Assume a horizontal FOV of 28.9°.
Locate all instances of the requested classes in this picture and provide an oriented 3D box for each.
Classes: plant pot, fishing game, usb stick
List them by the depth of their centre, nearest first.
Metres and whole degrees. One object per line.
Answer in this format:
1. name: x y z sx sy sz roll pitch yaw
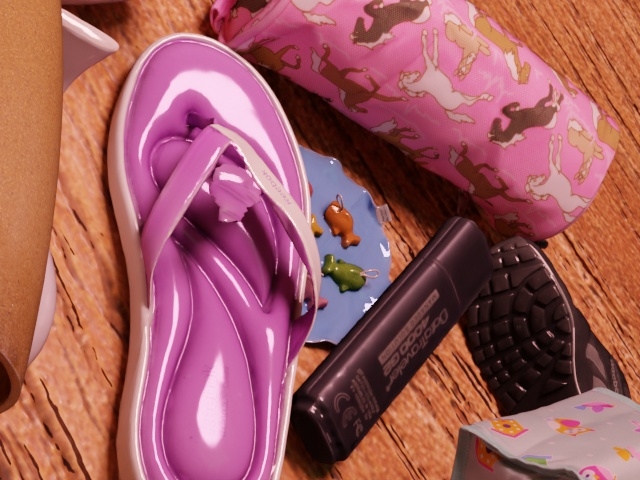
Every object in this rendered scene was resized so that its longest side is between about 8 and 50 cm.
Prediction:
1. plant pot: -0.247 -0.062 0.709 0.237 0.237 0.254 31 57 -28
2. usb stick: 0.068 0.077 1.058 0.278 0.045 0.077 -46 124 -40
3. fishing game: 0.000 0.000 1.072 0.189 0.041 0.264 -35 94 -44

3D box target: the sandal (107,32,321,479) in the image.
1. sandal: -0.066 0.015 0.936 0.169 0.102 0.416 8 64 -27

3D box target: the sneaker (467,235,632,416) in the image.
1. sneaker: 0.233 0.128 1.194 0.124 0.107 0.283 -22 91 -57

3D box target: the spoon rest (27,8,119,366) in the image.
1. spoon rest: -0.223 -0.027 0.863 0.137 0.084 0.276 31 64 -27

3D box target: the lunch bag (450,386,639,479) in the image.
1. lunch bag: 0.207 0.274 1.017 0.223 0.160 0.262 -4 104 -46

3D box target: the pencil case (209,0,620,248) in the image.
1. pencil case: 0.091 -0.145 1.132 0.386 0.167 0.160 33 10 -26

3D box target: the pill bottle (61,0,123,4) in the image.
1. pill bottle: -0.180 -0.355 0.945 0.181 0.181 0.323 -8 87 -45
